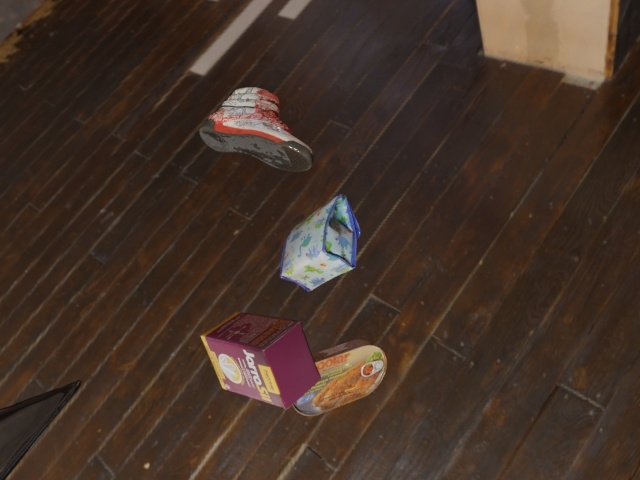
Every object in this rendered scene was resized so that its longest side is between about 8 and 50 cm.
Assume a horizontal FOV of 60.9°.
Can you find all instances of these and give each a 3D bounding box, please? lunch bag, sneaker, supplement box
[{"bbox_3d":[0.000,0.000,1.007,0.129,0.096,0.151,-31,42,37],"label":"lunch bag"},{"bbox_3d":[-0.103,-0.230,1.077,0.270,0.090,0.145,18,62,30],"label":"sneaker"},{"bbox_3d":[-0.048,0.093,0.433,0.083,0.055,0.043,-1,23,45],"label":"supplement box"}]

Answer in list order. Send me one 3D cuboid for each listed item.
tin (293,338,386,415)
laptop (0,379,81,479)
[{"bbox_3d":[0.028,0.233,0.943,0.190,0.106,0.040,-13,27,-26],"label":"tin"},{"bbox_3d":[-0.321,0.363,0.392,0.382,0.236,0.407,-25,79,36],"label":"laptop"}]
